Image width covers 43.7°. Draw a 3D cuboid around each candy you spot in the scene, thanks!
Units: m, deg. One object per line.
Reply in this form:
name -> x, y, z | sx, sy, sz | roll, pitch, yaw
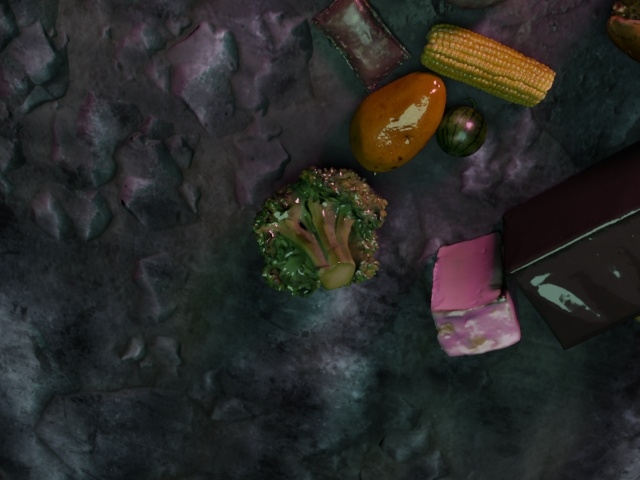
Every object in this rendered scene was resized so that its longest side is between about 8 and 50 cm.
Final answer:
candy -> 0.303, 0.099, 1.572 | 0.156, 0.265, 0.115 | -17, 116, 18

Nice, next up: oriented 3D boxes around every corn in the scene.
corn -> 0.304, -0.320, 1.457 | 0.244, 0.093, 0.093 | 20, 118, -1

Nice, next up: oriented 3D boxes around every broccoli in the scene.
broccoli -> 0.007, -0.010, 1.604 | 0.260, 0.235, 0.288 | 35, 134, 32

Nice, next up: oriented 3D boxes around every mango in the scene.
mango -> 0.145, -0.231, 1.518 | 0.147, 0.109, 0.227 | 48, 117, 14

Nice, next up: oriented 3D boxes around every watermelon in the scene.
watermelon -> 0.272, -0.209, 1.517 | 0.109, 0.109, 0.108 | 4, 117, 9

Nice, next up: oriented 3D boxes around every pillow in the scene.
pillow -> 0.076, -0.380, 1.498 | 0.118, 0.043, 0.185 | -36, 105, 22

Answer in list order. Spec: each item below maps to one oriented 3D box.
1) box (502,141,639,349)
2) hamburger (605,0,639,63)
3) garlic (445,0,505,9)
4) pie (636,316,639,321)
box -> 0.539, 0.000, 1.482 | 0.345, 0.251, 0.204 | -30, 108, 23
hamburger -> 0.616, -0.360, 1.302 | 0.261, 0.245, 0.211 | 18, 118, -21
garlic -> 0.231, -0.505, 1.368 | 0.257, 0.207, 0.207 | 16, 125, 43
pie -> 0.674, 0.118, 1.640 | 0.092, 0.034, 0.169 | -13, 119, 15
